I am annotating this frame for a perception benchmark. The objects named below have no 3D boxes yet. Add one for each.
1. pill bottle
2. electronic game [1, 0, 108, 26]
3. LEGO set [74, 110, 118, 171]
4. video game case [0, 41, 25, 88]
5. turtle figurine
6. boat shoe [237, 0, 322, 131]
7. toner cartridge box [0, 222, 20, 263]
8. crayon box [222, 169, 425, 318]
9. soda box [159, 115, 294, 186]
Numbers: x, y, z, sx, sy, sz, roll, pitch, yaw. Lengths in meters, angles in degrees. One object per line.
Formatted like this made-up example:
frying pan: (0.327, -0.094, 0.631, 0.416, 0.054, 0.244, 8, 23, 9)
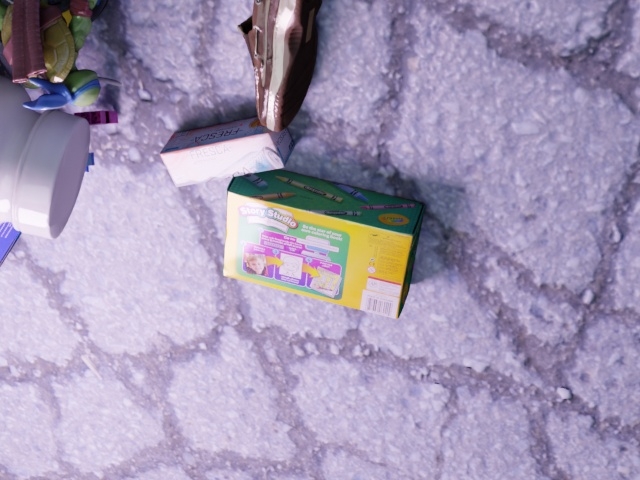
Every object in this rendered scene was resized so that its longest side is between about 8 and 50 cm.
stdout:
pill bottle: (-0.536, -0.135, 1.651, 0.408, 0.229, 0.229, 15, 131, 0)
electronic game: (-0.387, -0.378, 1.631, 0.229, 0.048, 0.229, 10, 130, 12)
LEGO set: (-0.388, -0.143, 1.807, 0.227, 0.093, 0.087, -2, 96, 26)
video game case: (-0.526, -0.258, 1.759, 0.173, 0.022, 0.190, -34, 95, 37)
turtle figurine: (-0.355, -0.302, 1.593, 0.266, 0.274, 0.198, 48, 149, -6)
boat shoe: (-0.059, -0.267, 1.591, 0.095, 0.095, 0.257, 25, 127, 17)
toner cartridge box: (-0.568, -0.030, 1.957, 0.165, 0.075, 0.348, 34, 131, -11)
crayon box: (0.000, 0.000, 1.780, 0.279, 0.081, 0.165, 14, 130, 8)
soda box: (-0.134, -0.129, 1.738, 0.183, 0.058, 0.063, -9, 124, 26)
